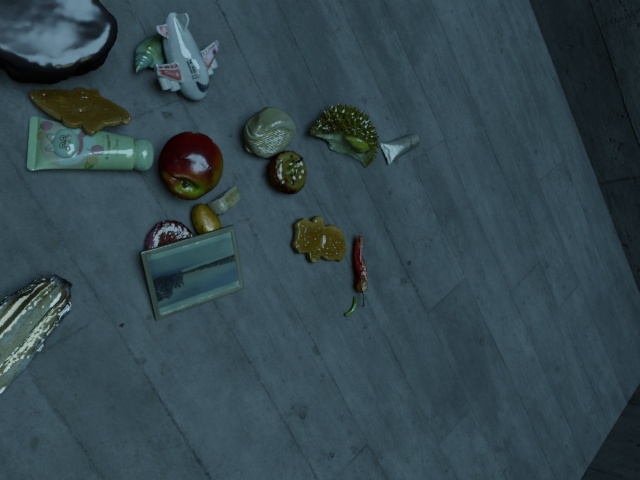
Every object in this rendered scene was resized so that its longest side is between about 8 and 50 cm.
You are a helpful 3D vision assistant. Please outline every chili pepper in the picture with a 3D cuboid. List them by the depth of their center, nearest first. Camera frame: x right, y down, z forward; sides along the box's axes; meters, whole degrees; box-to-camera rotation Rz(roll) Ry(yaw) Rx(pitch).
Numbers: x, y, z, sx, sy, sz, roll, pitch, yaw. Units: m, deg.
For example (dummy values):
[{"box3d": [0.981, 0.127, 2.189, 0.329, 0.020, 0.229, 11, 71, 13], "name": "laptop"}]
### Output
[{"box3d": [0.112, 0.240, 1.833, 0.030, 0.017, 0.083, 46, 64, -19], "name": "chili pepper"}, {"box3d": [0.142, 0.107, 1.847, 0.059, 0.051, 0.267, -1, 84, -54], "name": "chili pepper"}]

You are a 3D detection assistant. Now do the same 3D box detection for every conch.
[{"box3d": [-0.491, -0.542, 1.489, 0.088, 0.065, 0.180, 35, 59, -24], "name": "conch"}]

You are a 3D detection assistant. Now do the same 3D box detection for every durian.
[{"box3d": [0.097, -0.389, 1.832, 0.306, 0.166, 0.172, 12, 48, -37], "name": "durian"}]

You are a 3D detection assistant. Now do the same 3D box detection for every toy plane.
[{"box3d": [-0.393, -0.535, 1.499, 0.252, 0.118, 0.252, -20, 115, -52], "name": "toy plane"}]

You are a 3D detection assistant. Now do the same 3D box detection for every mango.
[{"box3d": [-0.345, -0.058, 1.540, 0.079, 0.057, 0.114, -25, 96, -26], "name": "mango"}]

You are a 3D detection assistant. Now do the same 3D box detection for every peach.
[{"box3d": [-0.372, -0.224, 1.471, 0.197, 0.197, 0.197, 4, 83, -33], "name": "peach"}]

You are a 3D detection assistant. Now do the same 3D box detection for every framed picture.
[{"box3d": [-0.366, 0.090, 1.500, 0.289, 0.016, 0.213, -18, 112, -33], "name": "framed picture"}]

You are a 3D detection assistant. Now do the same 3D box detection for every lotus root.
[{"box3d": [-0.749, 0.213, 1.240, 0.329, 0.078, 0.167, -55, 137, -27], "name": "lotus root"}]

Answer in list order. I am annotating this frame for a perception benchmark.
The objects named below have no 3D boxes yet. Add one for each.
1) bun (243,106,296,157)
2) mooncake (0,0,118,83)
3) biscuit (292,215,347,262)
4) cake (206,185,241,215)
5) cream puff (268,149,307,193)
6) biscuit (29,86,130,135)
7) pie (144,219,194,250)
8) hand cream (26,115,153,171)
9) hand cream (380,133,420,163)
[{"box3d": [-0.172, -0.356, 1.647, 0.173, 0.166, 0.113, -9, 54, -44], "name": "bun"}, {"box3d": [-0.717, -0.576, 1.256, 0.351, 0.212, 0.381, -18, 98, -29], "name": "mooncake"}, {"box3d": [0.000, 0.000, 1.775, 0.226, 0.036, 0.165, 10, 80, -35], "name": "biscuit"}, {"box3d": [-0.286, -0.126, 1.588, 0.121, 0.065, 0.052, -41, 110, -37], "name": "cake"}, {"box3d": [-0.113, -0.225, 1.693, 0.149, 0.084, 0.149, -2, 92, -41], "name": "cream puff"}, {"box3d": [-0.639, -0.351, 1.364, 0.250, 0.035, 0.162, 13, 49, -19], "name": "biscuit"}, {"box3d": [-0.435, 0.014, 1.484, 0.154, 0.038, 0.153, 2, 86, -32], "name": "pie"}, {"box3d": [-0.612, -0.245, 1.376, 0.306, 0.093, 0.147, 2, 79, -24], "name": "hand cream"}, {"box3d": [0.322, -0.373, 2.020, 0.186, 0.054, 0.087, -28, 96, -26], "name": "hand cream"}]
